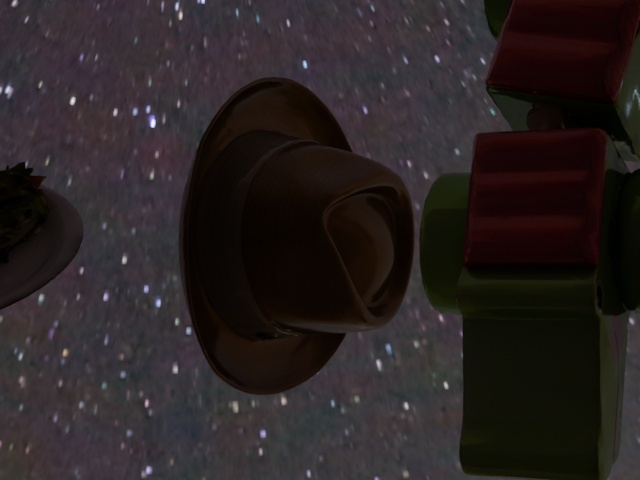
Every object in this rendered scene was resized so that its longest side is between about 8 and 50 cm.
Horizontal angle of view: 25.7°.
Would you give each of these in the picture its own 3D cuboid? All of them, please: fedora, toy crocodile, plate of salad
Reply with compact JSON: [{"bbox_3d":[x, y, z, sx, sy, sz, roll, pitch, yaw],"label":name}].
[{"bbox_3d":[0.000,0.000,0.786,0.079,0.194,0.194,4,-63,31],"label":"fedora"},{"bbox_3d":[0.111,-0.064,0.615,0.115,0.105,0.341,5,-107,27],"label":"toy crocodile"},{"bbox_3d":[-0.236,-0.005,0.796,0.199,0.200,0.048,-2,-61,-4],"label":"plate of salad"}]
